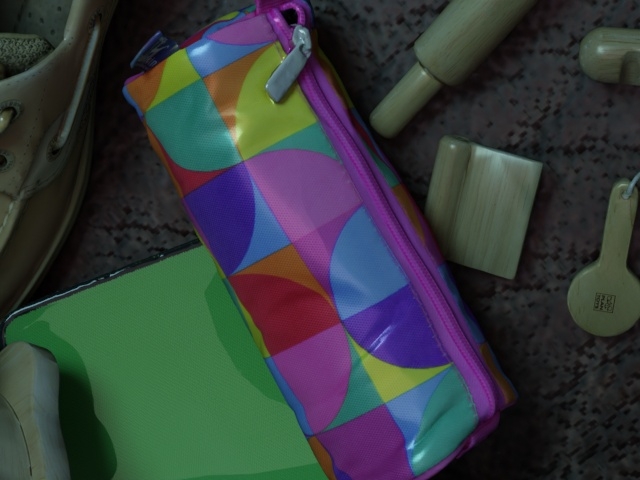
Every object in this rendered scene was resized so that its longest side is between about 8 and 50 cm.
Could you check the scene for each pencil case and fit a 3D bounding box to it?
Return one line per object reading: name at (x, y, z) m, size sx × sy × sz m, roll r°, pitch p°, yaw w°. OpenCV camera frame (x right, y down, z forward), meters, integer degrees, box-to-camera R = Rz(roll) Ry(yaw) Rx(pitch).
pencil case at (0.000, 0.000, 0.717) m, size 0.104 × 0.104 × 0.236 m, roll -27°, pitch 94°, yaw 15°

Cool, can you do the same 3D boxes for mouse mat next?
mouse mat at (-0.056, 0.098, 0.765) m, size 0.153 × 0.007 × 0.189 m, roll -21°, pitch 89°, yaw -3°

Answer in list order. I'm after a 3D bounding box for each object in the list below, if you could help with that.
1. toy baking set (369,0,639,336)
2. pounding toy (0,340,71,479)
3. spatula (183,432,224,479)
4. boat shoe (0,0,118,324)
toy baking set at (0.151, -0.070, 0.714) m, size 0.197 × 0.030 × 0.256 m, roll 37°, pitch 111°, yaw -2°
pounding toy at (-0.247, 0.125, 0.726) m, size 0.269 × 0.155 × 0.154 m, roll -28°, pitch 50°, yaw 42°
spatula at (-0.014, 0.165, 0.783) m, size 0.296 × 0.030 × 0.084 m, roll 32°, pitch 87°, yaw 4°
boat shoe at (-0.162, -0.088, 0.734) m, size 0.122 × 0.110 × 0.341 m, roll 23°, pitch 103°, yaw 8°
